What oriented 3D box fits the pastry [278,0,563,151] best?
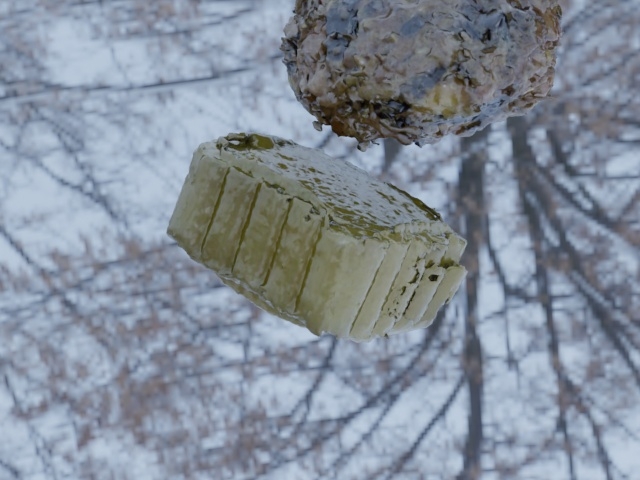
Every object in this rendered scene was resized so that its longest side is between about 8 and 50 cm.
[{"bbox_3d":[0.099,-0.178,1.383,0.275,0.193,0.274,-4,-133,4],"label":"pastry"}]

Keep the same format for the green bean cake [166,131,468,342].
[{"bbox_3d":[0.000,0.000,1.343,0.230,0.131,0.224,31,-164,29],"label":"green bean cake"}]
